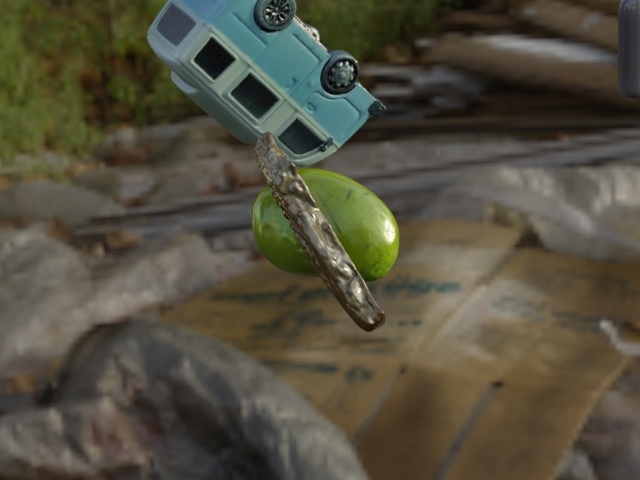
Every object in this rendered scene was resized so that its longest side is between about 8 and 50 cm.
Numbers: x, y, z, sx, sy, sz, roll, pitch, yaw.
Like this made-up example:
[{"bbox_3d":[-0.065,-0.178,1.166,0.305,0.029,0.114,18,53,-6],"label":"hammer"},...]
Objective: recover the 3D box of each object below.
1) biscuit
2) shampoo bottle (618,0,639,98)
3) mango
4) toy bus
[{"bbox_3d":[-0.001,0.000,1.703,0.031,0.176,0.228,-30,40,-3],"label":"biscuit"},{"bbox_3d":[0.327,-0.232,1.752,0.040,0.165,0.080,8,28,22],"label":"shampoo bottle"},{"bbox_3d":[0.006,-0.017,1.843,0.163,0.117,0.089,8,-15,8],"label":"mango"},{"bbox_3d":[-0.068,-0.202,2.030,0.165,0.271,0.133,-48,37,1],"label":"toy bus"}]
